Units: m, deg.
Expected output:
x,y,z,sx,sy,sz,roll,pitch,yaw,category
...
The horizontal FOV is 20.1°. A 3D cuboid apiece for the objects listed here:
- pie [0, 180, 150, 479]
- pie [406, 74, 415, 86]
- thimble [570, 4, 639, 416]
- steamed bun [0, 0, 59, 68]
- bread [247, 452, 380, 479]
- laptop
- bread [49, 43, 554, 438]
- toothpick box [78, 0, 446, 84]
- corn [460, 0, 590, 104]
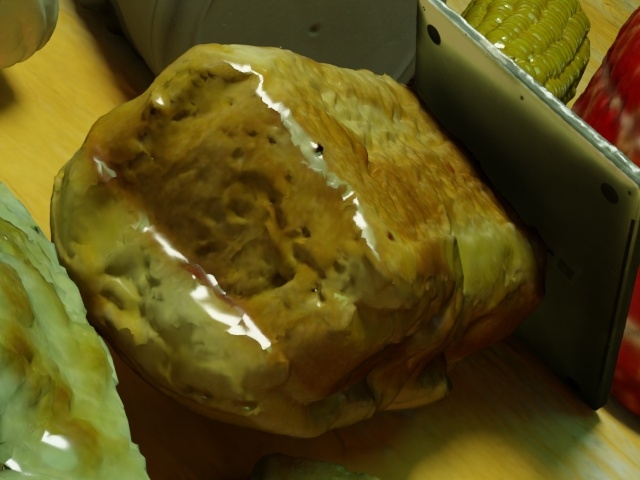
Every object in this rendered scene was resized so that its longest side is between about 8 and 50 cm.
x,y,z,sx,sy,sz,roll,pitch,yaw,category
-0.242,0.012,0.665,0.418,0.180,0.395,18,26,-44,pie
0.003,-0.198,1.492,0.204,0.054,0.218,19,26,-27,pie
0.313,-0.003,1.290,0.350,0.230,0.350,25,24,-12,thimble
-0.256,-0.208,1.079,0.152,0.170,0.238,-16,48,-30,steamed bun
0.001,0.138,0.886,0.083,0.035,0.070,22,25,-8,bread
0.120,-0.016,1.110,0.015,0.269,0.187,-36,63,-19,laptop
-0.002,0.006,0.955,0.195,0.149,0.344,54,16,13,bread
-0.077,-0.224,1.278,0.229,0.229,0.316,12,30,-38,toothpick box
0.154,-0.136,1.484,0.120,0.120,0.363,32,27,-1,corn
